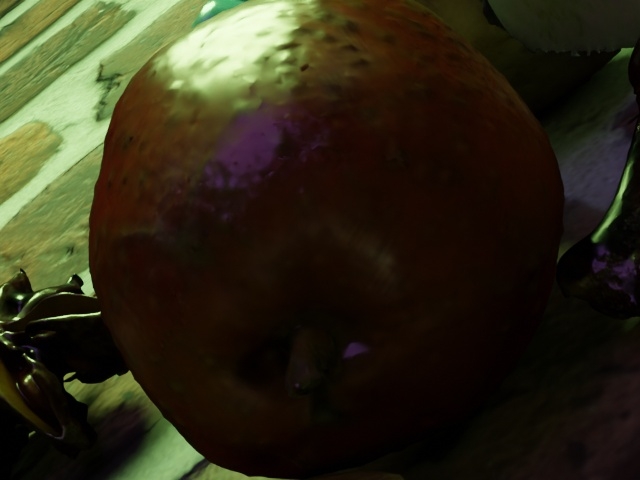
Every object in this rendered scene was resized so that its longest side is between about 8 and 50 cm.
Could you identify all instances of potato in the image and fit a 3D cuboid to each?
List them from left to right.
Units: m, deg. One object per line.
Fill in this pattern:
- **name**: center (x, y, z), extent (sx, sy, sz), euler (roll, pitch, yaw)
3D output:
- **potato**: center (0.080, -0.170, 0.896), extent (0.266, 0.229, 0.229), euler (-23, 28, 44)

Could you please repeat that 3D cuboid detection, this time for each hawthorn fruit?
- **hawthorn fruit**: center (0.000, 0.000, 0.655), extent (0.275, 0.275, 0.300), euler (-28, 24, 15)

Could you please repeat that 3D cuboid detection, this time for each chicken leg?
- **chicken leg**: center (0.264, -0.116, 0.709), extent (0.407, 0.096, 0.158), euler (-52, 14, -10)

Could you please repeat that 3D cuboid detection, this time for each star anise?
- **star anise**: center (-0.244, 0.100, 0.912), extent (0.220, 0.126, 0.190), euler (19, 69, 31)

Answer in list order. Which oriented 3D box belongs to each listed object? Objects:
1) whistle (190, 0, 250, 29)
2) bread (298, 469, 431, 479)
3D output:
- **whistle**: center (-0.066, -0.162, 1.074), extent (0.274, 0.093, 0.186), euler (111, 166, -86)
- **bread**: center (0.004, 0.168, 0.577), extent (0.106, 0.082, 0.125), euler (-6, 42, 33)
